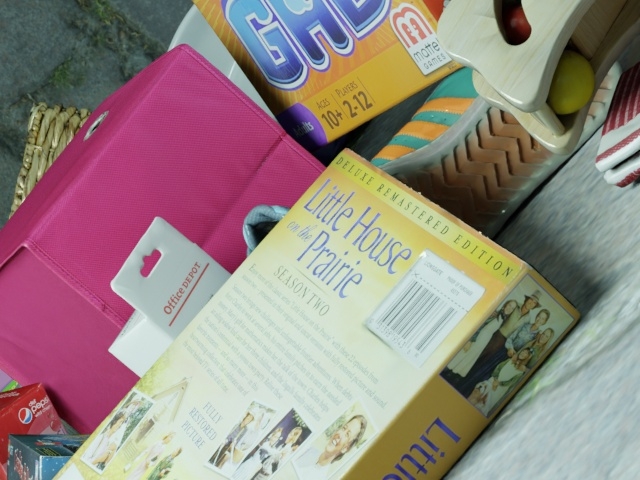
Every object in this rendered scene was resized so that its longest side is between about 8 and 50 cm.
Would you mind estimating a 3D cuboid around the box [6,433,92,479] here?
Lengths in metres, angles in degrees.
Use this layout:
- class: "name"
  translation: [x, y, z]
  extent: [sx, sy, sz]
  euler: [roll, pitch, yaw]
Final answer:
- class: "box"
  translation: [-0.161, 0.185, 1.562]
  extent: [0.233, 0.159, 0.044]
  euler: [174, 96, -75]

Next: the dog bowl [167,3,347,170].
- class: "dog bowl"
  translation: [-0.076, -0.172, 2.252]
  extent: [0.265, 0.104, 0.265]
  euler: [-21, 63, 47]

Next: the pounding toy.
- class: "pounding toy"
  translation: [0.210, -0.178, 1.341]
  extent: [0.154, 0.155, 0.269]
  euler: [19, 75, 36]

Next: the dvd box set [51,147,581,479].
- class: "dvd box set"
  translation: [-0.048, 0.144, 1.290]
  extent: [0.420, 0.062, 0.307]
  euler: [-49, 27, -2]

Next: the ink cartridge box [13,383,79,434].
- class: "ink cartridge box"
  translation: [-0.216, 0.144, 1.974]
  extent: [0.176, 0.128, 0.127]
  euler: [-33, 19, 54]

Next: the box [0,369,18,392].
- class: "box"
  translation: [-0.375, 0.118, 2.394]
  extent: [0.117, 0.243, 0.213]
  euler: [-47, 11, 10]

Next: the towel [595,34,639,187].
- class: "towel"
  translation: [0.306, -0.185, 1.317]
  extent: [0.237, 0.037, 0.329]
  euler: [-37, 17, 39]

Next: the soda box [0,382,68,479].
- class: "soda box"
  translation: [-0.347, 0.209, 1.868]
  extent: [0.263, 0.092, 0.083]
  euler: [-15, 15, 47]

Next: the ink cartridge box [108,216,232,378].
- class: "ink cartridge box"
  translation: [-0.100, 0.079, 1.599]
  extent: [0.061, 0.181, 0.104]
  euler: [-39, 14, 40]

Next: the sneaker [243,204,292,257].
- class: "sneaker"
  translation: [0.000, 0.000, 1.631]
  extent: [0.104, 0.125, 0.262]
  euler: [-42, 12, 28]

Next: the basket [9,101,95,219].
- class: "basket"
  translation: [-0.235, 0.018, 2.206]
  extent: [0.213, 0.223, 0.299]
  euler: [92, -173, -75]

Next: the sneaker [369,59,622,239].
- class: "sneaker"
  translation: [0.101, -0.054, 1.500]
  extent: [0.302, 0.108, 0.121]
  euler: [-39, 11, 6]

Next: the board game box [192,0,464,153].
- class: "board game box"
  translation: [0.076, -0.346, 1.737]
  extent: [0.356, 0.356, 0.356]
  euler: [-38, 5, -23]

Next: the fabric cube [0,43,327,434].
- class: "fabric cube"
  translation: [-0.152, 0.024, 1.794]
  extent: [0.258, 0.259, 0.254]
  euler: [-55, 14, -29]
